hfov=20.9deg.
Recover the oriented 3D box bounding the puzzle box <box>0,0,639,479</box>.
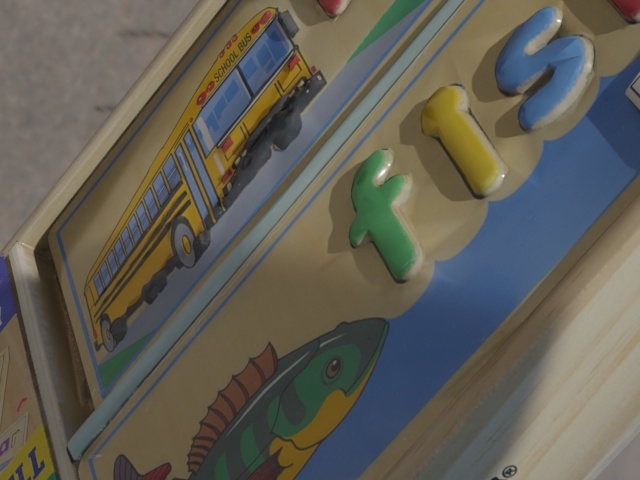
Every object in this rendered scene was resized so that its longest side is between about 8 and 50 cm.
[{"bbox_3d":[0.000,0.000,0.555,0.052,0.272,0.409,30,109,-32],"label":"puzzle box"}]
